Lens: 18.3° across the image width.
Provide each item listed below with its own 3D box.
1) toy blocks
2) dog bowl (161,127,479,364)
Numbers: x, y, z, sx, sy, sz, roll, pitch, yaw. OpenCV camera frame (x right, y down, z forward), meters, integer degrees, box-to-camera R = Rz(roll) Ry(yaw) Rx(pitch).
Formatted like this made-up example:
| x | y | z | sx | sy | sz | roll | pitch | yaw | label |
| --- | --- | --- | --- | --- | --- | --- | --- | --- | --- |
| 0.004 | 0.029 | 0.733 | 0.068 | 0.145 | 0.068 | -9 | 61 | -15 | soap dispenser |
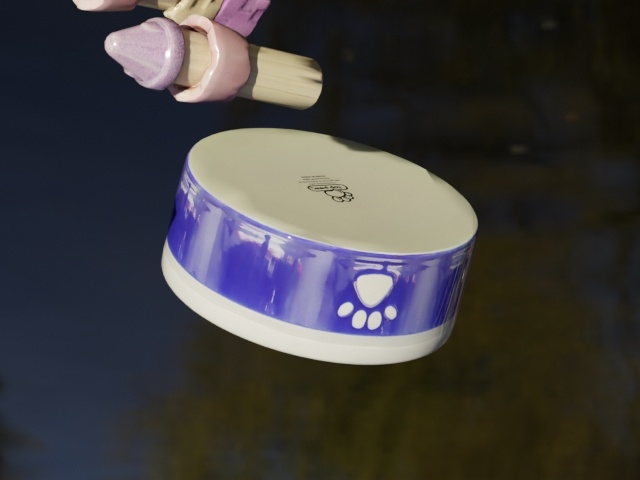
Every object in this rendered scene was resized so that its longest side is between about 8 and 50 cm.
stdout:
| x | y | z | sx | sy | sz | roll | pitch | yaw | label |
| --- | --- | --- | --- | --- | --- | --- | --- | --- | --- |
| -0.110 | -0.292 | 1.494 | 0.260 | 0.309 | 0.288 | 8 | 125 | -41 | toy blocks |
| 0.000 | 0.000 | 1.728 | 0.265 | 0.265 | 0.104 | 7 | 114 | -14 | dog bowl |
